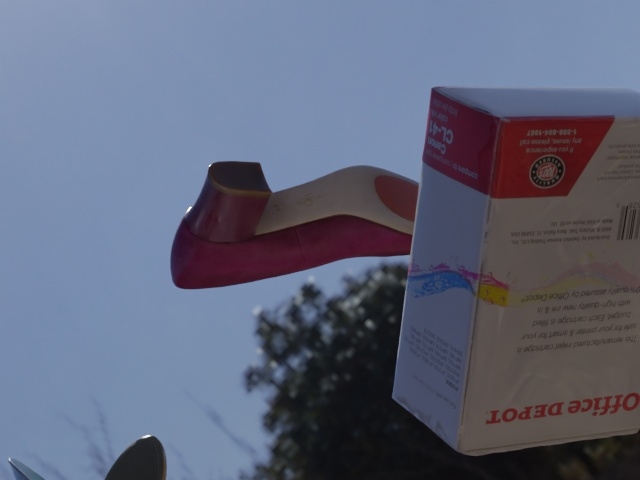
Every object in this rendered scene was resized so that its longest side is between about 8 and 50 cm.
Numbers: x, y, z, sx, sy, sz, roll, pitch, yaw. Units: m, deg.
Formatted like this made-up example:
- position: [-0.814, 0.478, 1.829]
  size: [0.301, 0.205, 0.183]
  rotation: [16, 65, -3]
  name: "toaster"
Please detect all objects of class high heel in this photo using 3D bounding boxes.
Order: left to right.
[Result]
- position: [0.000, 0.000, 1.999]
  size: [0.377, 0.127, 0.181]
  rotation: [10, -51, -20]
  name: "high heel"

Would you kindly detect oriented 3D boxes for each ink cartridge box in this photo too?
- position: [0.202, 0.020, 1.430]
  size: [0.226, 0.131, 0.306]
  rotation: [-2, -70, -28]
  name: "ink cartridge box"

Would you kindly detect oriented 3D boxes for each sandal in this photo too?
- position: [-0.186, 0.321, 1.696]
  size: [0.088, 0.240, 0.079]
  rotation: [-27, -58, 15]
  name: "sandal"

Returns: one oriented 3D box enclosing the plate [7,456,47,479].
- position: [-0.290, 0.314, 1.813]
  size: [0.024, 0.188, 0.188]
  rotation: [-51, -25, -8]
  name: "plate"
